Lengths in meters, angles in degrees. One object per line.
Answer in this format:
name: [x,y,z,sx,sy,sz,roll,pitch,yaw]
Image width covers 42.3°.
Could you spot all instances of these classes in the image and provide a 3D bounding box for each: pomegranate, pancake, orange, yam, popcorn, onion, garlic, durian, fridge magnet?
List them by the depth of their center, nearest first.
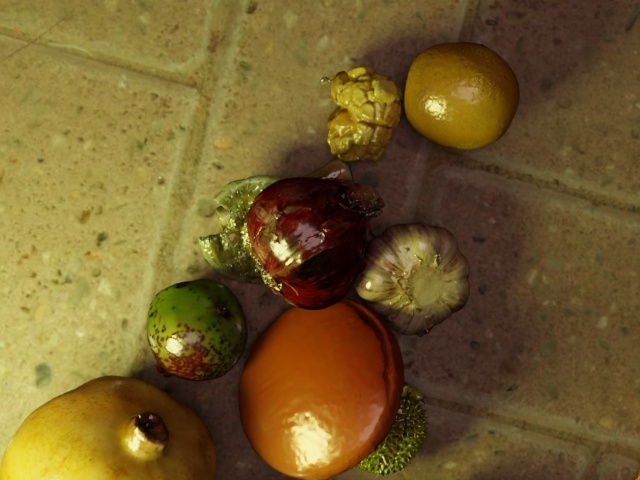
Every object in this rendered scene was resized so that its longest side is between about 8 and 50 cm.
pomegranate: [-0.375,0.445,1.534,0.417,0.416,0.416,0,91,-3]
onion: [-0.017,0.011,1.577,0.281,0.221,0.281,-11,118,-22]
fridge magnet: [0.000,0.285,1.624,0.363,0.155,0.363,-14,61,26]
orange: [0.281,-0.288,1.655,0.236,0.236,0.236,0,91,-3]
pomegranate: [-0.264,0.198,1.657,0.214,0.214,0.248,42,121,-3]
pancake: [-0.117,-0.018,1.683,0.253,0.037,0.253,-5,114,-11]
popcorn: [0.097,-0.257,1.685,0.163,0.140,0.194,-7,79,32]
garlic: [0.182,0.070,1.689,0.245,0.160,0.245,-6,109,-18]
durian: [0.136,0.398,1.691,0.198,0.146,0.159,-24,96,6]
yam: [-0.073,-0.092,1.717,0.300,0.066,0.066,-22,92,-4]

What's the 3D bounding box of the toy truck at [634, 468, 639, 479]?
toy truck: [0.753,0.415,1.747,0.135,0.114,0.270,14,92,-8]
